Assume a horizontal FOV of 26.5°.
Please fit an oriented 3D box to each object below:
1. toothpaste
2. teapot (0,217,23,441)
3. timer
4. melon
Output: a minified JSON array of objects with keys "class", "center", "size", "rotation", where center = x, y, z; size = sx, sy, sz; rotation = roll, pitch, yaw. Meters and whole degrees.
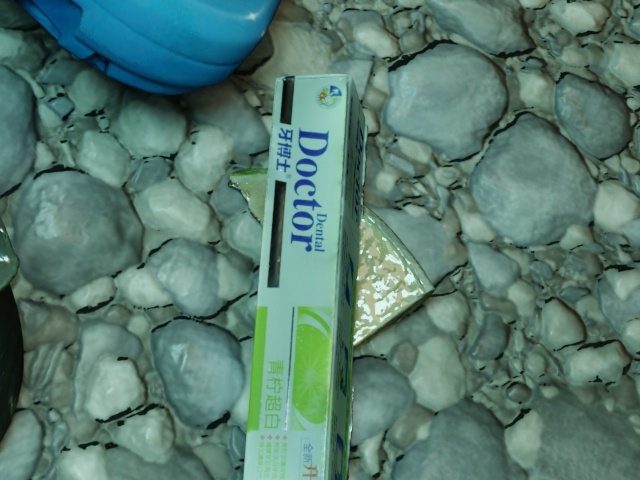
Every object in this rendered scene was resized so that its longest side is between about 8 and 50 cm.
[{"class":"toothpaste","center":[-0.008,0.041,1.024],"size":[0.067,0.081,0.336],"rotation":[-1,68,10]},{"class":"teapot","center":[-0.322,0.012,0.849],"size":[0.305,0.285,0.223],"rotation":[38,59,3]},{"class":"timer","center":[-0.184,-0.265,1.058],"size":[0.340,0.115,0.309],"rotation":[38,27,-13]},{"class":"melon","center":[0.008,-0.002,1.108],"size":[0.098,0.054,0.182],"rotation":[-30,75,-12]}]
